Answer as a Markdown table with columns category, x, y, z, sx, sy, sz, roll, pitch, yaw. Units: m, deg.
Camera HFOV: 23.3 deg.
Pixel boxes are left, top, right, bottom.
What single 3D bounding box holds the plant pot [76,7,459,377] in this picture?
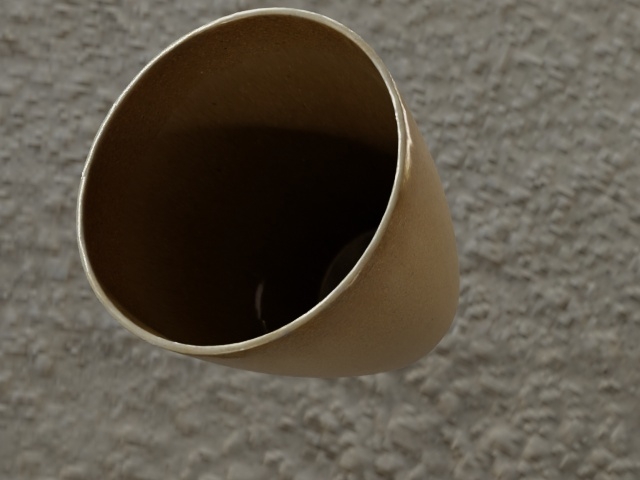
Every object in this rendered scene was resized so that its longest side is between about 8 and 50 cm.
| category | x | y | z | sx | sy | sz | roll | pitch | yaw |
| --- | --- | --- | --- | --- | --- | --- | --- | --- | --- |
| plant pot | 0.000 | 0.000 | 1.085 | 0.237 | 0.254 | 0.237 | -10 | 66 | 24 |
